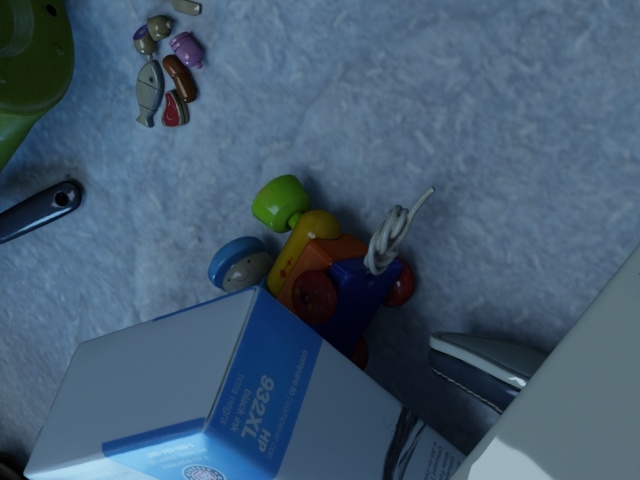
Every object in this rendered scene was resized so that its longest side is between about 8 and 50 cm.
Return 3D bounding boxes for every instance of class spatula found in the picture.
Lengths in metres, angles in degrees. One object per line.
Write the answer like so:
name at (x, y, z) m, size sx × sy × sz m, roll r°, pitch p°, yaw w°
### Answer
spatula at (-0.331, -0.002, 1.529) m, size 0.296 × 0.030 × 0.084 m, roll -21°, pitch 95°, yaw 41°

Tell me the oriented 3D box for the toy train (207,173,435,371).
toy train at (0.000, 0.000, 1.233) m, size 0.143 × 0.105 × 0.248 m, roll 52°, pitch 132°, yaw 28°

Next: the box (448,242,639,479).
box at (0.210, 0.098, 1.023) m, size 0.113 × 0.094 × 0.275 m, roll 42°, pitch 101°, yaw 18°

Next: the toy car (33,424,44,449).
toy car at (-0.170, 0.228, 1.410) m, size 0.159 × 0.182 × 0.136 m, roll -16°, pitch 132°, yaw 8°

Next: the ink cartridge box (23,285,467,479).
ink cartridge box at (-0.035, 0.191, 1.202) m, size 0.223 × 0.129 × 0.307 m, roll -20°, pitch 130°, yaw 42°

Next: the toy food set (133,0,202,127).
toy food set at (-0.131, -0.147, 1.322) m, size 0.078 × 0.019 × 0.122 m, roll 20°, pitch 119°, yaw 31°

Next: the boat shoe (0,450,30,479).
boat shoe at (-0.344, 0.279, 1.601) m, size 0.355 × 0.132 × 0.130 m, roll 12°, pitch 105°, yaw 25°

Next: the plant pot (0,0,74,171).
plant pot at (-0.416, -0.134, 1.369) m, size 0.353 × 0.366 × 0.367 m, roll -31°, pitch 87°, yaw 29°

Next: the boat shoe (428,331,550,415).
boat shoe at (0.187, 0.137, 1.137) m, size 0.254 × 0.095 × 0.079 m, roll 21°, pitch 108°, yaw 21°
